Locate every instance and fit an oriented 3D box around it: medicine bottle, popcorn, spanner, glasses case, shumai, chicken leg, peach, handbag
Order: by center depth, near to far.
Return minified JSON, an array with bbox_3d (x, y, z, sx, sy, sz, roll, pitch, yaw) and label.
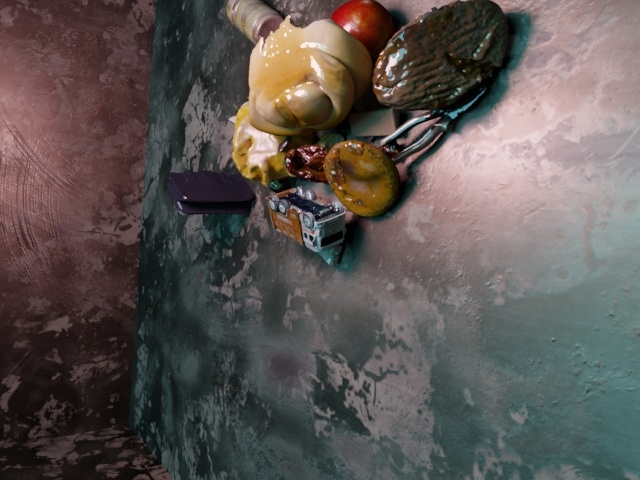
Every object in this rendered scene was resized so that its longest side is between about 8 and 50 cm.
[{"bbox_3d":[0.290,-0.473,1.209,0.346,0.217,0.283,-34,15,13],"label":"shumai"},{"bbox_3d":[0.300,-0.312,1.243,0.325,0.040,0.095,-31,80,37],"label":"spanner"},{"bbox_3d":[0.120,-0.636,1.398,0.197,0.198,0.197,-5,84,51],"label":"peach"},{"bbox_3d":[0.179,-0.352,1.413,0.194,0.070,0.102,11,124,49],"label":"glasses case"},{"bbox_3d":[0.070,-0.251,1.475,0.408,0.158,0.095,1,52,29],"label":"chicken leg"},{"bbox_3d":[-0.170,-0.349,1.694,0.298,0.281,0.315,-7,67,8],"label":"popcorn"},{"bbox_3d":[-0.260,-0.904,1.915,0.322,0.151,0.151,52,126,39],"label":"medicine bottle"},{"bbox_3d":[-0.481,-0.212,2.011,0.269,0.326,0.118,56,135,40],"label":"handbag"}]

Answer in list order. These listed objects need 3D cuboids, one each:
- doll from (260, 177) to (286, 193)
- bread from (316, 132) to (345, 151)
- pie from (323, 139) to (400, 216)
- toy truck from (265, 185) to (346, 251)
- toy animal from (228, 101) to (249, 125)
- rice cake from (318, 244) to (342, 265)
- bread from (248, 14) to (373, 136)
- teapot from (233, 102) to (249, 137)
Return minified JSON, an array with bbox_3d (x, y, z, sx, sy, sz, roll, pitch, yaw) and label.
[{"bbox_3d":[-0.189,-0.250,1.843,0.179,0.102,0.088,51,168,35],"label":"doll"},{"bbox_3d":[0.019,-0.312,1.594,0.157,0.083,0.094,-50,36,40],"label":"bread"},{"bbox_3d":[0.116,-0.186,1.373,0.274,0.069,0.273,22,140,20],"label":"pie"},{"bbox_3d":[-0.049,-0.066,1.544,0.305,0.136,0.162,29,133,47],"label":"toy truck"},{"bbox_3d":[-0.283,-0.567,1.989,0.220,0.131,0.104,-59,6,-5],"label":"toy animal"},{"bbox_3d":[0.000,0.001,1.617,0.222,0.042,0.080,42,114,47],"label":"rice cake"},{"bbox_3d":[-0.056,-0.478,1.394,0.424,0.329,0.245,-2,47,44],"label":"bread"},{"bbox_3d":[-0.238,-0.458,1.852,0.222,0.163,0.178,23,101,48],"label":"teapot"}]
